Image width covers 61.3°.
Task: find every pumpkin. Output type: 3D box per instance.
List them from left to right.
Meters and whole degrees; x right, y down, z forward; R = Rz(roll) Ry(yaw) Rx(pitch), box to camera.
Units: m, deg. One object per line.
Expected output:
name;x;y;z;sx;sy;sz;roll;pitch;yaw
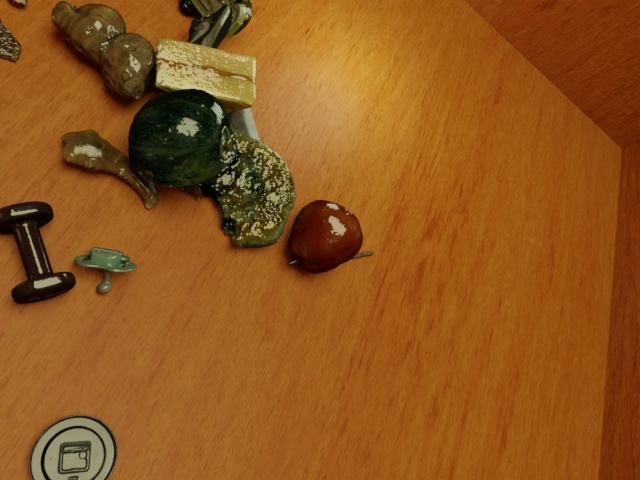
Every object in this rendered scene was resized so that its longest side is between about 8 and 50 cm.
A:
pumpkin;-0.380;-0.303;1.457;0.264;0.196;0.293;9;41;12

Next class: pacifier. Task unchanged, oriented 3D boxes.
pacifier;-0.545;0.076;1.372;0.150;0.127;0.116;8;104;-13

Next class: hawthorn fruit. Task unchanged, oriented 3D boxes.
hawthorn fruit;0.000;0.000;1.682;0.224;0.224;0.261;46;77;-10

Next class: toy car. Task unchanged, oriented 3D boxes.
toy car;-0.331;-0.809;1.811;0.248;0.204;0.198;53;30;-6

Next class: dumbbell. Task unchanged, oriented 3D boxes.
dumbbell;-0.677;0.028;1.275;0.140;0.124;0.225;-17;81;-37

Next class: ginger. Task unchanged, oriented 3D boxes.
ginger;-0.562;-0.195;1.466;0.294;0.086;0.131;38;33;-20
ginger;-0.580;-0.546;1.543;0.375;0.176;0.256;35;39;-14

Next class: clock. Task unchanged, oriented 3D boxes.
clock;-0.558;0.491;1.223;0.185;0.040;0.184;13;64;-28

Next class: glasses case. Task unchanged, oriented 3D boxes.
glasses case;-0.261;-0.350;1.728;0.114;0.060;0.299;-12;79;-30

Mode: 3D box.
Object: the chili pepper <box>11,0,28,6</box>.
chili pepper;-0.879;-0.707;1.494;0.178;0.027;0.045;45;50;-11

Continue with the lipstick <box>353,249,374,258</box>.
lipstick;0.144;0.048;1.858;0.094;0.019;0.019;-10;77;-35

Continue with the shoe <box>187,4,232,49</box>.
shoe;-0.369;-0.655;1.708;0.112;0.227;0.099;33;13;0

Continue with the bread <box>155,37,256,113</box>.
bread;-0.325;-0.483;1.565;0.264;0.163;0.167;10;76;-58

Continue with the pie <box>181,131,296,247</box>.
pie;-0.227;-0.156;1.620;0.296;0.078;0.371;-40;92;-16

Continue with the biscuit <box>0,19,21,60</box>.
biscuit;-0.909;-0.569;1.421;0.237;0.026;0.131;17;65;-26
